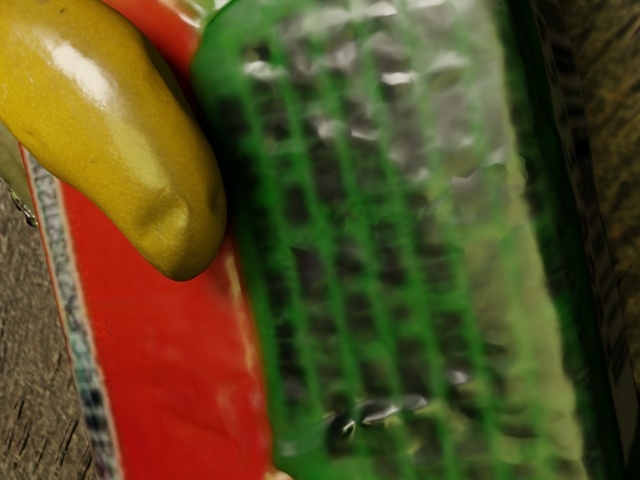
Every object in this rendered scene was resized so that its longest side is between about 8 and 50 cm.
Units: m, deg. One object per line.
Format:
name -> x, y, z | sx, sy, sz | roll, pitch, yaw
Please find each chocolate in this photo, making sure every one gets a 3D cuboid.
chocolate -> 0.000, 0.000, 0.554 | 0.341, 0.161, 0.360 | -10, 94, 34

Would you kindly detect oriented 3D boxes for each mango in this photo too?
mango -> -0.114, -0.065, 0.475 | 0.190, 0.075, 0.098 | 50, 137, 13

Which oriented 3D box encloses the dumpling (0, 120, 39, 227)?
dumpling -> -0.209, -0.095, 0.697 | 0.166, 0.086, 0.332 | 5, 122, 54
